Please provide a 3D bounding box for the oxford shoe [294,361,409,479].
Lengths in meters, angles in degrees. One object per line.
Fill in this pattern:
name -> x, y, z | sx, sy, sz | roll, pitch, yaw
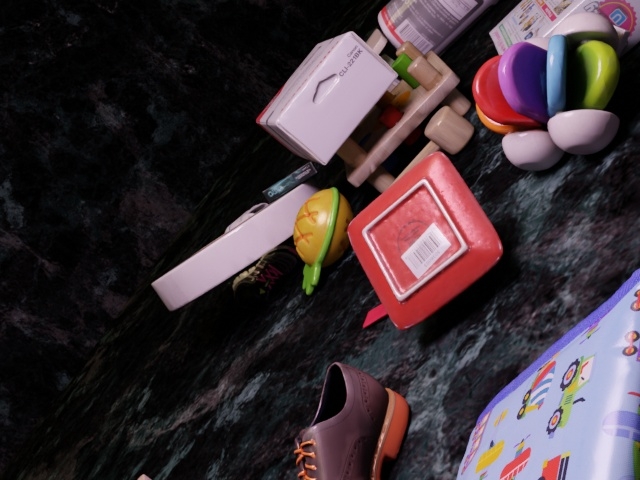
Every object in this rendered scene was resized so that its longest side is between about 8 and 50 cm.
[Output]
oxford shoe -> 0.003, 0.238, 0.801 | 0.097, 0.098, 0.271 | -38, 19, 39

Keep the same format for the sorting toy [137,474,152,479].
sorting toy -> -0.266, 0.467, 1.042 | 0.257, 0.089, 0.255 | -51, 15, -4

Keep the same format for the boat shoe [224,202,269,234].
boat shoe -> -0.170, -0.034, 1.974 | 0.076, 0.083, 0.226 | -45, 15, 22

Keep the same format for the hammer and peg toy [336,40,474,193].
hammer and peg toy -> 0.130, -0.202, 1.437 | 0.266, 0.127, 0.361 | -46, 16, 16

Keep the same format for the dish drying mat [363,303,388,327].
dish drying mat -> 0.088, 0.090, 1.091 | 0.083, 0.008, 0.032 | -37, 19, 42

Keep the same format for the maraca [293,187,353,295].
maraca -> 0.000, 0.000, 1.399 | 0.127, 0.099, 0.185 | -131, 56, -80

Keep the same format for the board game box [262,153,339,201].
board game box -> -0.021, -0.139, 1.617 | 0.126, 0.026, 0.186 | -30, 5, 31

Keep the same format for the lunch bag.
lunch bag -> 0.140, 0.186, 0.526 | 0.293, 0.138, 0.221 | -45, 16, 54

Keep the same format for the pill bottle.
pill bottle -> 0.270, -0.511, 1.715 | 0.283, 0.161, 0.161 | -41, 17, 29

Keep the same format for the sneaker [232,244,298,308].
sneaker -> -0.106, 0.076, 1.582 | 0.170, 0.063, 0.074 | -36, 31, 27

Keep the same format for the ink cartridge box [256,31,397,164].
ink cartridge box -> 0.002, -0.248, 1.456 | 0.197, 0.114, 0.273 | -51, 14, 0

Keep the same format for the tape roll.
tape roll -> -0.156, 0.005, 1.639 | 0.392, 0.072, 0.392 | -33, 5, 3

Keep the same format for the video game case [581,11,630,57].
video game case -> 0.316, -0.205, 0.995 | 0.087, 0.011, 0.122 | 54, 131, 55

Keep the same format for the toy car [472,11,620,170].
toy car -> 0.250, -0.175, 0.945 | 0.182, 0.136, 0.159 | -18, 64, 62

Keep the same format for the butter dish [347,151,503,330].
butter dish -> 0.138, 0.007, 0.961 | 0.160, 0.118, 0.159 | -41, 58, 25

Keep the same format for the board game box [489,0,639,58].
board game box -> 0.377, -0.329, 1.103 | 0.303, 0.097, 0.224 | -42, 16, 23

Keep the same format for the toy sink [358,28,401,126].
toy sink -> 0.105, -0.301, 1.727 | 0.234, 0.131, 0.152 | -54, 14, 16
